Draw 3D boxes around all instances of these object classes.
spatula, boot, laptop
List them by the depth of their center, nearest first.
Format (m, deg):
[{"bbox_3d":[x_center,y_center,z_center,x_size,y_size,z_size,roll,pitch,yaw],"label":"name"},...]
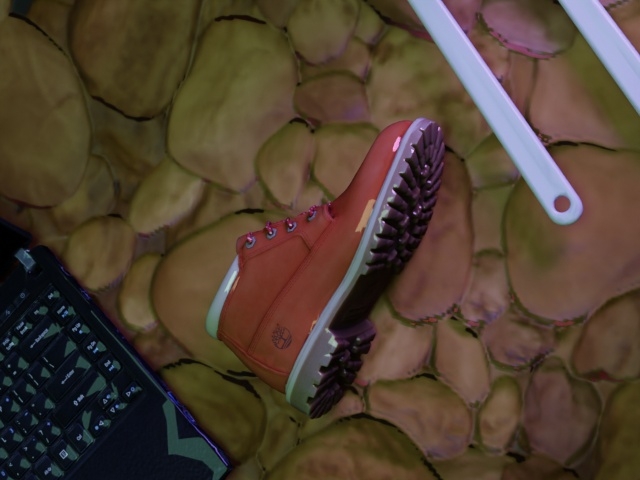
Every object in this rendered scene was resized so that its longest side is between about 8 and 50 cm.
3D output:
[{"bbox_3d":[0.105,-0.138,0.725,0.168,0.019,0.242,-35,78,11],"label":"spatula"},{"bbox_3d":[0.000,0.000,0.740,0.084,0.059,0.158,32,101,23],"label":"boot"},{"bbox_3d":[-0.228,0.106,0.780,0.234,0.136,0.264,-46,74,14],"label":"laptop"}]
